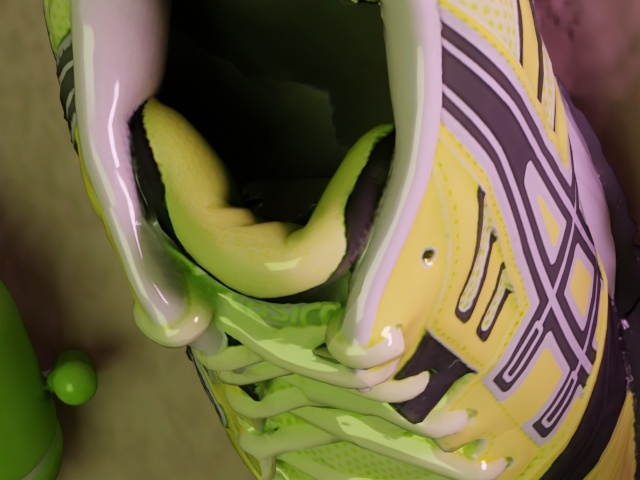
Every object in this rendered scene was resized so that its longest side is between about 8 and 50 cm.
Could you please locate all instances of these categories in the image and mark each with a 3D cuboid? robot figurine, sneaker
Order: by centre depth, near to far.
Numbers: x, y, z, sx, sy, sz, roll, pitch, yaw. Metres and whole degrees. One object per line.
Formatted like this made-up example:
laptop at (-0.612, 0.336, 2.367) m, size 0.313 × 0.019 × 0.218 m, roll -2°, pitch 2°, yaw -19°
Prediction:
sneaker at (0.000, 0.000, 0.499) m, size 0.145 × 0.147 × 0.384 m, roll 2°, pitch 130°, yaw 23°
robot figurine at (-0.126, 0.053, 0.654) m, size 0.101 × 0.067 × 0.115 m, roll -20°, pitch 129°, yaw -9°
